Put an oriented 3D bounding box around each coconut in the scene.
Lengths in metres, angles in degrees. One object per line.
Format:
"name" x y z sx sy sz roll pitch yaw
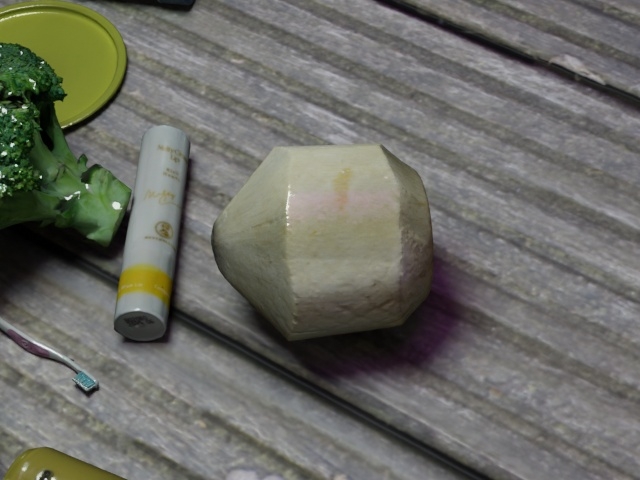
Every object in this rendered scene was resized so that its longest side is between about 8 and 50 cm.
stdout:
"coconut" 0.000 0.000 1.650 0.222 0.202 0.202 -6 51 -3

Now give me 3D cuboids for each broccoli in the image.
"broccoli" -0.334 -0.075 1.734 0.270 0.270 0.270 27 51 -14

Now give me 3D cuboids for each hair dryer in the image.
"hair dryer" -0.271 0.326 1.484 0.135 0.090 0.278 20 61 19

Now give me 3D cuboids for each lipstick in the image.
"lipstick" -0.181 -0.013 1.761 0.059 0.059 0.264 0 51 4

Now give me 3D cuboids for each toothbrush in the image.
"toothbrush" -0.308 0.103 1.704 0.204 0.017 0.022 32 40 26

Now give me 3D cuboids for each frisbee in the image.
"frisbee" -0.350 -0.206 1.956 0.236 0.017 0.236 -2 51 2

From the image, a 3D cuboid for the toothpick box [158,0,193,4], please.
"toothpick box" -0.231 -0.350 2.010 0.153 0.101 0.101 9 52 12
